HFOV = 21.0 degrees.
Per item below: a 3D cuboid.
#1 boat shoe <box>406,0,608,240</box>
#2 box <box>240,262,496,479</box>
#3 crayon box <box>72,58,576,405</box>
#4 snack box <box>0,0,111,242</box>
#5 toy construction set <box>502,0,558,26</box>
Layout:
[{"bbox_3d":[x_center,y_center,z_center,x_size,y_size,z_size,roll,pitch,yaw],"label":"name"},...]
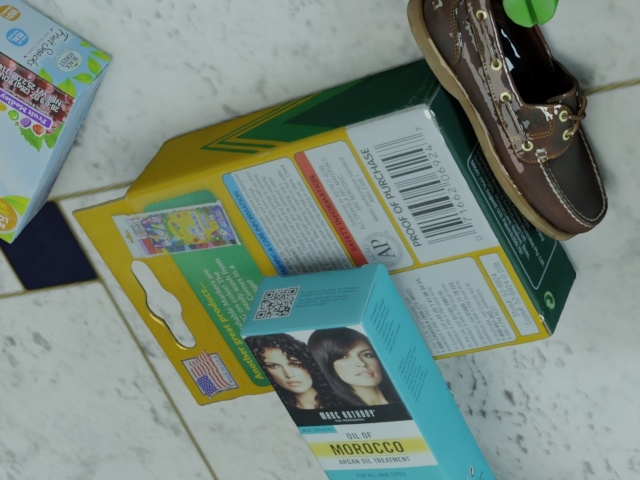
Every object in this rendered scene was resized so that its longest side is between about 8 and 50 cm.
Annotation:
[{"bbox_3d":[0.139,-0.091,1.157,0.073,0.073,0.207,-21,115,38],"label":"boat shoe"},{"bbox_3d":[0.041,0.127,1.275,0.100,0.060,0.244,-7,131,28],"label":"box"},{"bbox_3d":[0.000,0.000,1.288,0.323,0.083,0.203,-14,119,33],"label":"crayon box"},{"bbox_3d":[-0.288,-0.121,1.340,0.207,0.070,0.174,33,132,0],"label":"snack box"},{"bbox_3d":[0.120,-0.243,0.925,0.257,0.237,0.309,40,130,-16],"label":"toy construction set"}]
